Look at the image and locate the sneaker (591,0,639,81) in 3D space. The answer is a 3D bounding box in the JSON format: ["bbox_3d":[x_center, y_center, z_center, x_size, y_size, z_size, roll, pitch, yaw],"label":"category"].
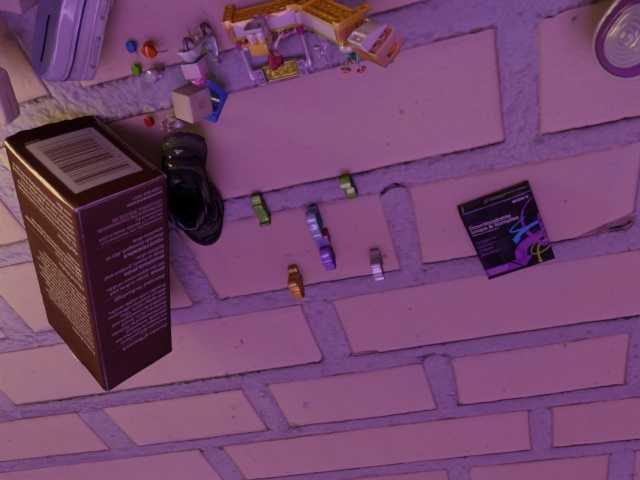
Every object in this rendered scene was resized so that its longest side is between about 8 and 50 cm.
[{"bbox_3d":[0.427,-0.311,0.609,0.114,0.152,0.305,51,137,11],"label":"sneaker"}]

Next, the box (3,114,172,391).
[{"bbox_3d":[-0.334,0.030,0.869,0.191,0.143,0.381,37,135,26],"label":"box"}]

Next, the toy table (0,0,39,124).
[{"bbox_3d":[-0.439,-0.252,0.634,0.161,0.252,0.274,19,152,5],"label":"toy table"}]

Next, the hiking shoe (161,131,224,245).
[{"bbox_3d":[-0.198,-0.048,0.854,0.086,0.114,0.226,-1,143,3],"label":"hiking shoe"}]

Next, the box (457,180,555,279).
[{"bbox_3d":[0.306,-0.012,0.939,0.116,0.029,0.162,-21,126,19],"label":"box"}]

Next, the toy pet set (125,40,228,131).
[{"bbox_3d":[-0.190,-0.209,0.779,0.114,0.065,0.122,23,134,29],"label":"toy pet set"}]

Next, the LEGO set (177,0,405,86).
[{"bbox_3d":[-0.022,-0.226,0.697,0.287,0.132,0.107,7,140,25],"label":"LEGO set"}]

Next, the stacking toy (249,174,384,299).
[{"bbox_3d":[0.000,0.000,0.944,0.167,0.052,0.221,-13,129,12],"label":"stacking toy"}]

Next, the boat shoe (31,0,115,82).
[{"bbox_3d":[-0.286,-0.299,0.683,0.083,0.076,0.226,41,119,24],"label":"boat shoe"}]
